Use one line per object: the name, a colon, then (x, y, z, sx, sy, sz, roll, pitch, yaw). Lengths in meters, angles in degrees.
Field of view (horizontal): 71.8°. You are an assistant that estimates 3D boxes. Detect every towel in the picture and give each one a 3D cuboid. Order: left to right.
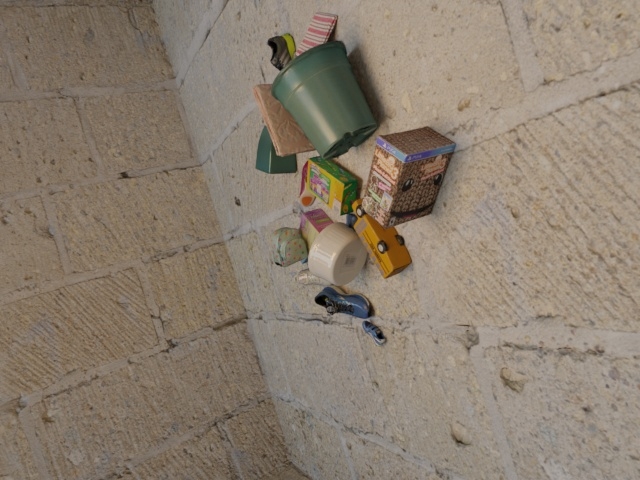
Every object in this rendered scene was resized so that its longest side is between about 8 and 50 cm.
towel: (-0.101, -0.533, 1.917, 0.053, 0.332, 0.316, -21, 88, 53)
towel: (-0.019, -0.848, 1.832, 0.144, 0.029, 0.197, 37, 105, 43)
towel: (0.161, -0.078, 2.019, 0.119, 0.029, 0.067, 37, 135, 46)

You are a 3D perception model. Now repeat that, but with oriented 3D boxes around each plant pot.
plant pot: (-0.232, -0.483, 2.335, 0.166, 0.166, 0.234, 29, 121, 50)
plant pot: (0.035, -0.522, 1.736, 0.334, 0.341, 0.341, 61, 149, 4)

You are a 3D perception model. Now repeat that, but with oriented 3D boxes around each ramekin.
ramekin: (0.088, 0.069, 1.983, 0.135, 0.277, 0.277, 30, 130, 37)

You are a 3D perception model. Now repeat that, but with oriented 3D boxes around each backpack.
backpack: (-0.161, 0.027, 2.233, 0.144, 0.166, 0.188, 1, 109, 57)

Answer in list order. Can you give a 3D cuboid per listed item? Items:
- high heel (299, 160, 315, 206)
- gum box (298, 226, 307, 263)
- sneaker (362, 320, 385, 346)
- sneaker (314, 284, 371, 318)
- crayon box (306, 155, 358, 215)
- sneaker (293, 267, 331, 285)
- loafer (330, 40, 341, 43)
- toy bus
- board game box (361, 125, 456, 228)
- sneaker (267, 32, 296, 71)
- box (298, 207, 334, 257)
high heel: (-0.070, -0.287, 2.272, 0.244, 0.082, 0.117, 90, 177, -50)
gum box: (-0.092, 0.023, 2.477, 0.156, 0.041, 0.184, 62, 149, 18)
sneaker: (0.258, 0.434, 2.104, 0.144, 0.053, 0.059, 48, 144, 22)
sneaker: (0.105, 0.326, 2.181, 0.330, 0.147, 0.129, 12, 117, 41)
crayon box: (0.046, -0.253, 2.006, 0.278, 0.081, 0.165, 42, 140, 40)
sneaker: (-0.033, 0.205, 2.365, 0.305, 0.152, 0.114, -10, 96, 58)
loafer: (-0.014, -0.754, 1.891, 0.303, 0.095, 0.109, -8, 97, 60)
toy bus: (0.242, -0.019, 1.840, 0.332, 0.108, 0.130, 61, 150, 18)
board game box: (0.296, -0.217, 1.524, 0.141, 0.232, 0.290, 46, 141, 37)
sneaker: (-0.169, -0.824, 2.085, 0.111, 0.121, 0.299, -23, 85, 60)
box: (0.000, 0.000, 2.238, 0.243, 0.117, 0.213, 49, 143, 34)
